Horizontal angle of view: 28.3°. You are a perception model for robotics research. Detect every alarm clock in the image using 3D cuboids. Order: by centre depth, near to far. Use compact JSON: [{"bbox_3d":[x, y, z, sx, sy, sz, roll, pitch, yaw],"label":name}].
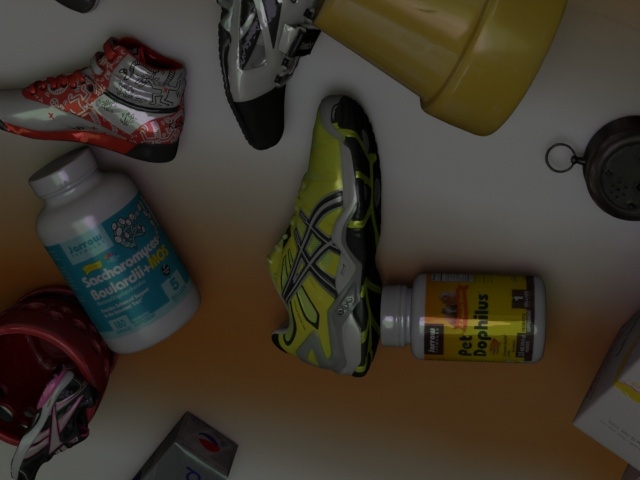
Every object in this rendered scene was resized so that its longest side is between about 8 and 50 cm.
[{"bbox_3d":[0.382,-0.092,1.614,0.192,0.064,0.129,9,114,6],"label":"alarm clock"}]

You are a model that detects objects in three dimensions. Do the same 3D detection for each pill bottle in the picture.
[{"bbox_3d":[-0.281,0.009,1.688,0.146,0.146,0.264,-24,109,16],"label":"pill bottle"},{"bbox_3d":[0.189,0.103,1.689,0.215,0.117,0.117,1,114,7],"label":"pill bottle"}]

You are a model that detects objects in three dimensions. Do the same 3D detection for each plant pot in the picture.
[{"bbox_3d":[0.130,-0.278,1.448,0.239,0.254,0.254,22,114,-7],"label":"plant pot"},{"bbox_3d":[-0.380,0.164,1.753,0.191,0.174,0.191,2,114,5],"label":"plant pot"}]

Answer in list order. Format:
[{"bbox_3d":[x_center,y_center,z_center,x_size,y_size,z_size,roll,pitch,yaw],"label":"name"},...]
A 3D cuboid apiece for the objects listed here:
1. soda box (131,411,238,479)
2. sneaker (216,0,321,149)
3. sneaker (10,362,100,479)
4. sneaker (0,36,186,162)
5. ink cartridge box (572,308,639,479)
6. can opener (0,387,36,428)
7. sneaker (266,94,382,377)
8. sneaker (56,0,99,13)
[{"bbox_3d":[-0.245,0.394,1.883,0.098,0.091,0.286,36,113,-9],"label":"soda box"},{"bbox_3d":[-0.048,-0.267,1.553,0.146,0.122,0.330,-1,114,9],"label":"sneaker"},{"bbox_3d":[-0.344,0.252,1.654,0.077,0.072,0.178,26,114,-5],"label":"sneaker"},{"bbox_3d":[-0.305,-0.199,1.633,0.270,0.090,0.145,12,113,-2],"label":"sneaker"},{"bbox_3d":[0.442,0.149,1.588,0.119,0.207,0.353,35,139,5],"label":"ink cartridge box"},{"bbox_3d":[-0.494,0.207,1.840,0.283,0.076,0.095,43,111,-11],"label":"can opener"},{"bbox_3d":[0.000,0.000,1.656,0.147,0.145,0.384,5,109,14],"label":"sneaker"},{"bbox_3d":[-0.348,-0.338,1.588,0.158,0.065,0.061,40,112,-11],"label":"sneaker"}]
